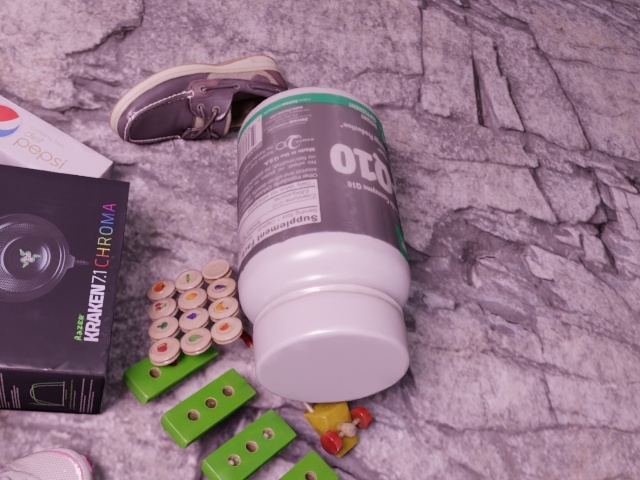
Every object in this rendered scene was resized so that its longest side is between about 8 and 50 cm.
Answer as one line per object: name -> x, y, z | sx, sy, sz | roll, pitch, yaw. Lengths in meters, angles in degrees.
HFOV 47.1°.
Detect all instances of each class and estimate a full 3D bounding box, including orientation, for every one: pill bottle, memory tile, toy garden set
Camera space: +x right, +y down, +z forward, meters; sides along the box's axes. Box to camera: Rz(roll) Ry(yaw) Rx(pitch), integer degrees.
pill bottle -> 0.000, 0.000, 0.906 | 0.204, 0.204, 0.360 | 7, 52, -17
memory tile -> -0.152, 0.081, 0.875 | 0.113, 0.012, 0.148 | -18, 37, -2
toy garden set -> -0.076, 0.203, 0.862 | 0.244, 0.049, 0.204 | 43, 44, 18

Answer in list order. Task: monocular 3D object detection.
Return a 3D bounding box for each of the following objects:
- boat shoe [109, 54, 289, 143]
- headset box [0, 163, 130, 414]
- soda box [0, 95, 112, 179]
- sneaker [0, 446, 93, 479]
boat shoe -> -0.158, -0.192, 1.051 | 0.285, 0.102, 0.092 | -24, 65, -37
headset box -> -0.367, 0.046, 0.800 | 0.283, 0.131, 0.246 | 8, 57, -15
soda box -> -0.378, -0.113, 0.935 | 0.216, 0.069, 0.073 | 30, 53, 0
sneaker -> -0.327, 0.275, 0.682 | 0.252, 0.111, 0.103 | -29, 73, -33
